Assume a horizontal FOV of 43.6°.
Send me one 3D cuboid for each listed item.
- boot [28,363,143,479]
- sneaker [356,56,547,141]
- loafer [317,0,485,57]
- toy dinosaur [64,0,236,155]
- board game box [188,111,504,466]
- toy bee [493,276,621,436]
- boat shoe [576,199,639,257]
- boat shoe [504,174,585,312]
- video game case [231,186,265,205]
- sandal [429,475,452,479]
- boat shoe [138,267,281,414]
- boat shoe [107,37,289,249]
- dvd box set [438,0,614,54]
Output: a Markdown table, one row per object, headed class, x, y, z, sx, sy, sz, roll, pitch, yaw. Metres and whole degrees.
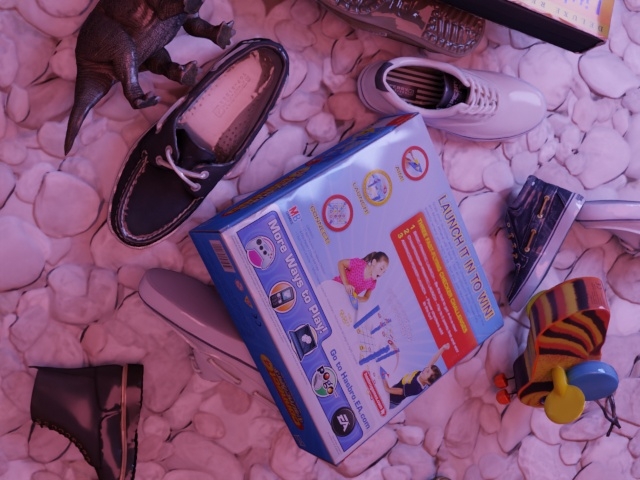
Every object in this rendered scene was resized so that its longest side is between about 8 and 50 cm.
| class | x | y | z | sx | sy | sz | roll | pitch | yaw |
| --- | --- | --- | --- | --- | --- | --- | --- | --- | --- |
| boot | -0.293 | 0.246 | 0.978 | 0.137 | 0.077 | 0.197 | 5 | 84 | -10 |
| sneaker | 0.176 | -0.175 | 1.007 | 0.258 | 0.091 | 0.094 | 3 | 98 | -14 |
| loafer | 0.066 | -0.294 | 0.962 | 0.269 | 0.092 | 0.101 | 27 | 88 | -13 |
| toy dinosaur | -0.205 | -0.238 | 0.900 | 0.160 | 0.121 | 0.313 | 36 | 104 | 27 |
| board game box | 0.046 | 0.049 | 0.958 | 0.302 | 0.086 | 0.308 | -33 | 108 | -28 |
| toy bee | 0.310 | 0.177 | 1.064 | 0.162 | 0.195 | 0.298 | -11 | 114 | 13 |
| boat shoe | 0.466 | -0.009 | 1.103 | 0.258 | 0.095 | 0.084 | 5 | 93 | -13 |
| boat shoe | 0.279 | 0.004 | 1.083 | 0.083 | 0.065 | 0.183 | 30 | 112 | 18 |
| video game case | 0.000 | 0.000 | 1.030 | 0.191 | 0.022 | 0.173 | -18 | 102 | -11 |
| sandal | 0.130 | 0.409 | 1.116 | 0.072 | 0.049 | 0.180 | 38 | 74 | -22 |
| boat shoe | -0.119 | 0.133 | 0.988 | 0.268 | 0.096 | 0.088 | 33 | 108 | -23 |
| boat shoe | -0.146 | -0.116 | 0.938 | 0.114 | 0.091 | 0.302 | 33 | 90 | -16 |
| dvd box set | 0.233 | -0.465 | 0.941 | 0.308 | 0.062 | 0.420 | 15 | 81 | -16 |
